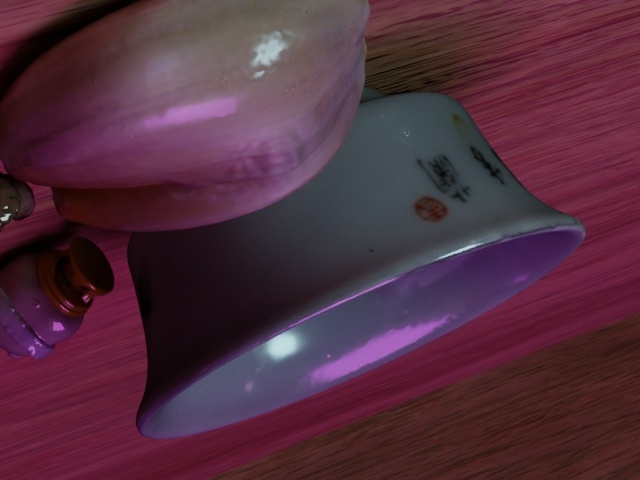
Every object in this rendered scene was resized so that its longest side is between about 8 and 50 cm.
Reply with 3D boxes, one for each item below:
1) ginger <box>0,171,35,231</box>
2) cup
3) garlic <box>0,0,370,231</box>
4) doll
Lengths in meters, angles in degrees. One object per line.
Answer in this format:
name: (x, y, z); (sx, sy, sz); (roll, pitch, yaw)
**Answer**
ginger: (-0.298, 0.031, 1.023); (0.290, 0.084, 0.122); (-27, 174, 13)
cup: (0.000, 0.000, 1.274); (0.347, 0.163, 0.347); (-24, 167, -6)
garlic: (-0.066, -0.071, 0.996); (0.228, 0.110, 0.217); (-27, 164, 12)
doll: (-0.211, 0.043, 1.293); (0.127, 0.073, 0.084); (-31, -162, 20)
